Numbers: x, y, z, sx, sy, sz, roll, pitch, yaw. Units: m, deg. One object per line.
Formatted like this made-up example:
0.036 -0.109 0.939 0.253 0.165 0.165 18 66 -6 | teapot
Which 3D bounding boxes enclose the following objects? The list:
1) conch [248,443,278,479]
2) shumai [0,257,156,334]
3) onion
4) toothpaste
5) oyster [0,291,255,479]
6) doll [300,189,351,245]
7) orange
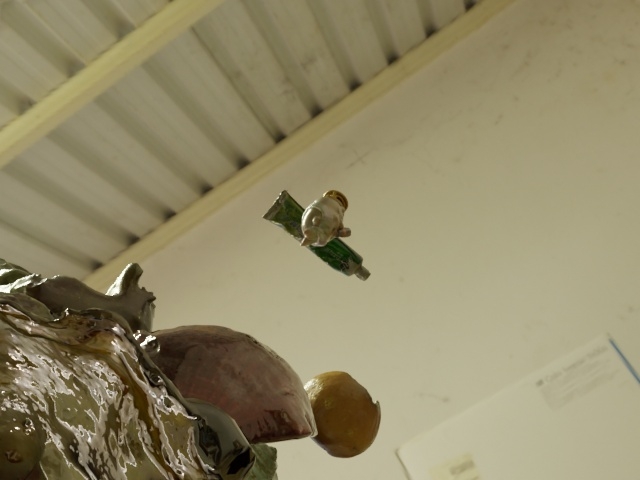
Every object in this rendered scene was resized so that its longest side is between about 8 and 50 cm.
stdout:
-0.191 0.446 1.312 0.319 0.215 0.303 -26 -61 22 | conch
-0.379 0.155 1.088 0.323 0.397 0.324 -31 9 34 | shumai
-0.116 0.134 0.675 0.227 0.120 0.283 -4 -5 -4 | onion
0.000 0.000 1.595 0.078 0.248 0.047 -50 5 16 | toothpaste
-0.170 0.155 0.502 0.096 0.221 0.361 -28 -24 -46 | oyster
0.010 -0.025 1.273 0.073 0.084 0.127 -57 -1 43 | doll
0.036 0.298 1.357 0.134 0.157 0.156 -35 -26 12 | orange
